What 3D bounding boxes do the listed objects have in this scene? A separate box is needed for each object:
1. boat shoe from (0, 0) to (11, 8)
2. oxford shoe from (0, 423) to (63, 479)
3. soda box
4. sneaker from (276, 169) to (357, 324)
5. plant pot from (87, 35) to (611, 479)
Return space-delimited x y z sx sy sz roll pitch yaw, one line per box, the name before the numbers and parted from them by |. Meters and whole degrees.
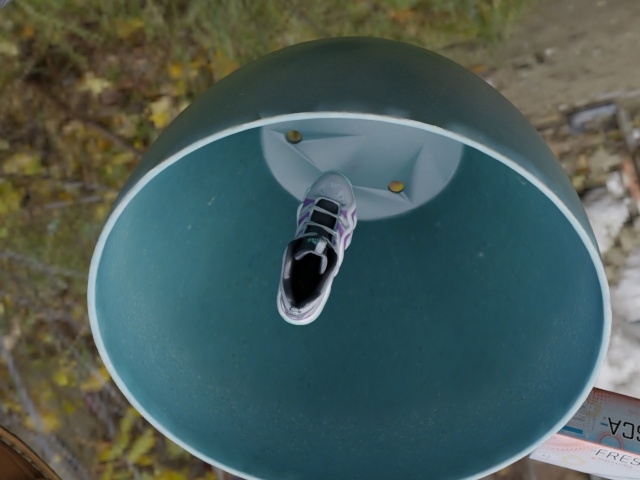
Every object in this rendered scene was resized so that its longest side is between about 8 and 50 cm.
boat shoe | -0.206 -0.212 0.627 0.080 0.228 0.076 -22 -173 29
oxford shoe | -0.109 0.110 0.422 0.212 0.076 0.076 34 180 -9
soda box | 0.282 0.180 1.164 0.183 0.058 0.063 15 147 0
sneaker | 0.000 0.000 0.771 0.038 0.098 0.069 13 169 0
plant pot | 0.022 -0.011 0.798 0.290 0.195 0.290 3 130 4
